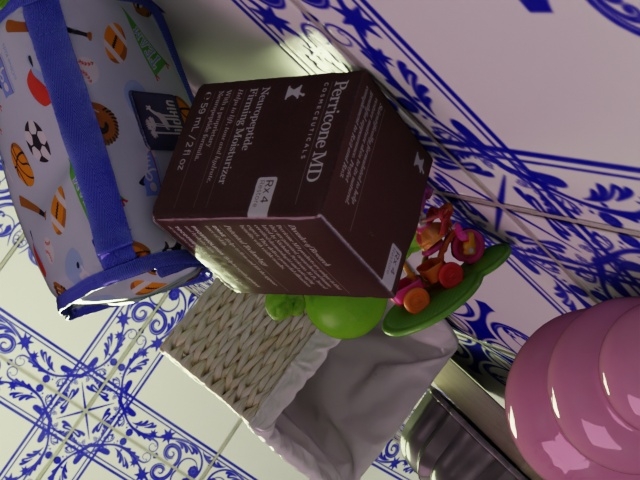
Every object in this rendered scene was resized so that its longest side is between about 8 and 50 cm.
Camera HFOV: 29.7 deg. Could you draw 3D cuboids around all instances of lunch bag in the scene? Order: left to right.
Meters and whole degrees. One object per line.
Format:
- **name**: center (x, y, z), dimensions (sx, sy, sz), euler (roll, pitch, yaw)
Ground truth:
- **lunch bag**: center (-0.244, -0.092, 1.378), dimensions (0.385, 0.239, 0.328), euler (126, 125, -82)

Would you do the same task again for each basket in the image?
- **basket**: center (-0.010, 0.163, 1.884), dimensions (0.266, 0.331, 0.328), euler (33, 171, 35)

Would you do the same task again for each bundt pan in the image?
- **bundt pan**: center (0.257, 0.388, 1.958), dimensions (0.331, 0.124, 0.331), euler (44, -179, -1)

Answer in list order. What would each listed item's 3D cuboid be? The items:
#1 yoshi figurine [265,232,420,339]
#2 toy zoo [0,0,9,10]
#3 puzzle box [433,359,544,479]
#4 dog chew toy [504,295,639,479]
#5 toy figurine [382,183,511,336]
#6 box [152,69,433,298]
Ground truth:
- **yoshi figurine**: center (0.016, 0.021, 1.526), dimensions (0.203, 0.203, 0.362), euler (23, 169, 18)
- **toy zoo**: center (-0.418, -0.295, 1.828), dimensions (0.293, 0.030, 0.192), euler (38, 169, -21)
- **puzzle box**: center (0.306, 0.315, 2.058), dimensions (0.272, 0.052, 0.409), euler (43, 180, -37)
- **dog chew toy**: center (0.311, 0.150, 1.220), dimensions (0.206, 0.206, 0.332), euler (33, 162, 3)
- **toy figurine**: center (0.103, -0.008, 1.334), dimensions (0.159, 0.173, 0.130), euler (57, 172, -14)
- **box**: center (-0.025, -0.053, 1.220), dimensions (0.203, 0.168, 0.167), euler (-1, 150, 32)
